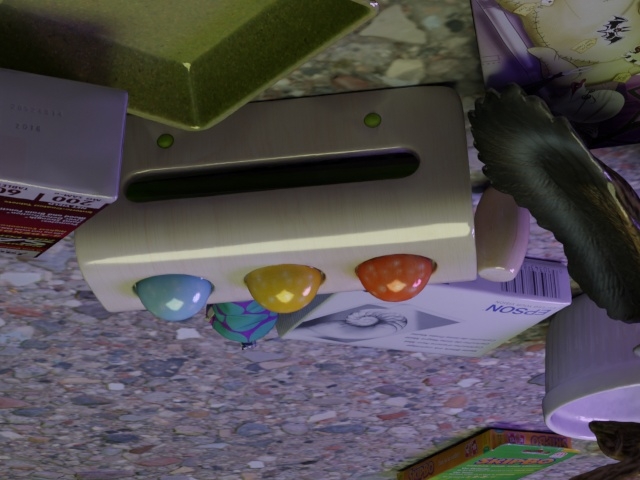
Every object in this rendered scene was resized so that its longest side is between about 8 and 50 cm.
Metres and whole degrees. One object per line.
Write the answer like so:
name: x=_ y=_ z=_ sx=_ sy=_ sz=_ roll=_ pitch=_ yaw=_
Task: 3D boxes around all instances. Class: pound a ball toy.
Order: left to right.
pound a ball toy: x=0.000 y=0.000 z=1.098 sx=0.319 sy=0.136 sz=0.208 roll=-4 pitch=157 yaw=4

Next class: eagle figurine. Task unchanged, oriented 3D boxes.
eagle figurine: x=0.244 y=0.015 z=0.984 sx=0.226 sy=0.298 sz=0.225 roll=-20 pitch=-166 yaw=-31

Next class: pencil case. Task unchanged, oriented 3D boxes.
pencil case: x=-0.072 y=0.038 z=1.269 sx=0.070 sy=0.064 sz=0.151 roll=-22 pitch=158 yaw=-6

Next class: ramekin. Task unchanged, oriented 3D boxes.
ramekin: x=0.314 y=0.116 z=1.451 sx=0.207 sy=0.109 sz=0.207 roll=-3 pitch=157 yaw=-1

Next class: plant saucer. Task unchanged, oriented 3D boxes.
plant saucer: x=-0.094 y=-0.139 z=0.869 sx=0.188 sy=0.045 sz=0.188 roll=15 pitch=151 yaw=-36

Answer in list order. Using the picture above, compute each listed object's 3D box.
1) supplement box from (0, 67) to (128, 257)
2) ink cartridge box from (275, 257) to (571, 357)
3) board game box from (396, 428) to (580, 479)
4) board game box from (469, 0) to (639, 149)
supplement box: x=-0.219 y=-0.047 z=0.971 sx=0.130 sy=0.073 sz=0.239 roll=8 pitch=168 yaw=-20
ink cartridge box: x=0.078 y=0.067 z=1.383 sx=0.223 sy=0.045 sz=0.224 roll=7 pitch=155 yaw=-24
board game box: x=0.217 y=0.292 z=1.952 sx=0.124 sy=0.039 sz=0.259 roll=8 pitch=157 yaw=-26
board game box: x=0.192 y=-0.149 z=0.886 sx=0.208 sy=0.056 sz=0.347 roll=-11 pitch=156 yaw=7
